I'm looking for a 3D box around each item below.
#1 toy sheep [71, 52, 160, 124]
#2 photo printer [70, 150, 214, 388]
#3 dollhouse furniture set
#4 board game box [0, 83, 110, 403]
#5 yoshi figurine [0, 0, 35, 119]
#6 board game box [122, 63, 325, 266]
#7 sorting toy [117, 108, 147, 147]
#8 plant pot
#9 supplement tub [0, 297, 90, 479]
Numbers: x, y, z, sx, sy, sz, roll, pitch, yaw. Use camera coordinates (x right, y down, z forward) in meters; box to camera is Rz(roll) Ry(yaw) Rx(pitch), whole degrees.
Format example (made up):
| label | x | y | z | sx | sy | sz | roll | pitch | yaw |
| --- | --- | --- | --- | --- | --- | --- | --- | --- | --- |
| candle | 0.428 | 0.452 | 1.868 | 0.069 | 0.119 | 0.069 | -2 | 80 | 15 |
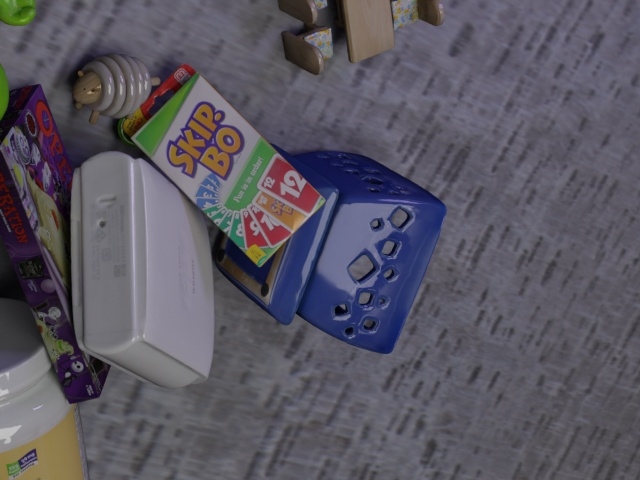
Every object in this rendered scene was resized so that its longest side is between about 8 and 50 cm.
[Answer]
| label | x | y | z | sx | sy | sz | roll | pitch | yaw |
| --- | --- | --- | --- | --- | --- | --- | --- | --- | --- |
| toy sheep | -0.260 | -0.196 | 2.075 | 0.132 | 0.091 | 0.091 | -18 | 122 | -45 |
| photo printer | -0.217 | 0.051 | 2.088 | 0.307 | 0.107 | 0.256 | 48 | 36 | -69 |
| dollhouse furniture set | 0.069 | -0.352 | 2.180 | 0.212 | 0.161 | 0.242 | -24 | 124 | -25 |
| board game box | -0.328 | 0.003 | 2.015 | 0.056 | 0.208 | 0.347 | -15 | 115 | 7 |
| yoshi figurine | -0.389 | -0.266 | 1.877 | 0.203 | 0.203 | 0.362 | 23 | 100 | -47 |
| board game box | -0.127 | -0.100 | 2.110 | 0.259 | 0.039 | 0.124 | 45 | 90 | 2 |
| sorting toy | -0.224 | -0.144 | 2.158 | 0.102 | 0.042 | 0.061 | 0 | 97 | -23 |
| plant pot | 0.000 | 0.000 | 2.266 | 0.212 | 0.236 | 0.236 | 12 | 104 | -33 |
| supplement tub | -0.421 | 0.264 | 2.080 | 0.241 | 0.241 | 0.331 | -20 | 123 | -27 |
